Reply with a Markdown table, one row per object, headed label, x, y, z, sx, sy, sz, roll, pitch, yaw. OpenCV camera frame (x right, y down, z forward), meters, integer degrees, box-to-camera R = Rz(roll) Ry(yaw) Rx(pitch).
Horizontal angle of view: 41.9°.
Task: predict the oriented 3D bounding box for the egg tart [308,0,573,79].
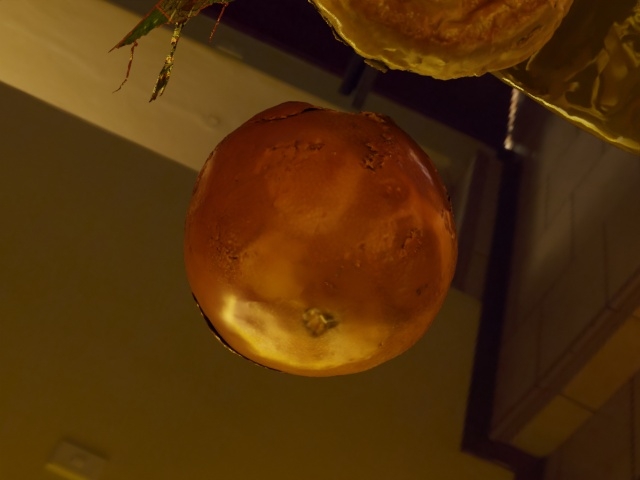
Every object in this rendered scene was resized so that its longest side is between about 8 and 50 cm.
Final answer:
| label | x | y | z | sx | sy | sz | roll | pitch | yaw |
| --- | --- | --- | --- | --- | --- | --- | --- | --- | --- |
| egg tart | 0.111 | -0.316 | 0.823 | 0.341 | 0.341 | 0.132 | -65 | 23 | -3 |

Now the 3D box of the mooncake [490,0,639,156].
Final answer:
| label | x | y | z | sx | sy | sz | roll | pitch | yaw |
| --- | --- | --- | --- | --- | --- | --- | --- | --- | --- |
| mooncake | 0.417 | -0.314 | 1.196 | 0.262 | 0.467 | 0.467 | -59 | 4 | 24 |

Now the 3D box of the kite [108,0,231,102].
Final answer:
| label | x | y | z | sx | sy | sz | roll | pitch | yaw |
| --- | --- | --- | --- | --- | --- | --- | --- | --- | --- |
| kite | -0.146 | -0.212 | 0.858 | 0.198 | 0.006 | 0.244 | -40 | -5 | -38 |

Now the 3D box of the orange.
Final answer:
| label | x | y | z | sx | sy | sz | roll | pitch | yaw |
| --- | --- | --- | --- | --- | --- | --- | --- | --- | --- |
| orange | 0.000 | 0.000 | 0.726 | 0.240 | 0.240 | 0.240 | -155 | 90 | -88 |
